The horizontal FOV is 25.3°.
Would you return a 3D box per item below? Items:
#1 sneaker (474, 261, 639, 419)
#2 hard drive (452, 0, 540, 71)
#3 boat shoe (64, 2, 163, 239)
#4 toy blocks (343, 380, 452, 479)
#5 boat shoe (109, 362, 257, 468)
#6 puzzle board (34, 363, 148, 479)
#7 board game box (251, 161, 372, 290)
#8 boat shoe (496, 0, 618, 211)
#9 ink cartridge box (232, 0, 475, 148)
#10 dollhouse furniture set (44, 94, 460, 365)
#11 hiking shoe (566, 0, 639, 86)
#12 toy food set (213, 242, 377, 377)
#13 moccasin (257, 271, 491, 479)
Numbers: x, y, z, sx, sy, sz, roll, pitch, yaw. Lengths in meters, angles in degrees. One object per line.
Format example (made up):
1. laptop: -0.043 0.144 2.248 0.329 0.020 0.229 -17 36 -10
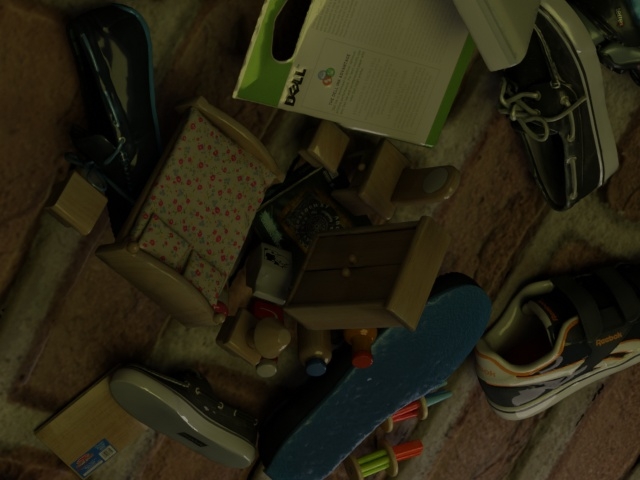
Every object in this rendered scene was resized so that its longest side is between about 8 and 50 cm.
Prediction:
1. sneaker: 0.343 0.103 1.828 0.321 0.126 0.127 -33 130 -5
2. hard drive: 0.136 -0.378 1.438 0.047 0.233 0.353 -12 128 30
3. boat shoe: -0.224 -0.113 1.474 0.089 0.109 0.258 -16 107 -34
4. toy blocks: 0.101 0.243 1.828 0.148 0.054 0.123 -18 120 -17
5. boat shoe: -0.152 0.190 1.671 0.228 0.080 0.076 37 54 -34
6. puzzle board: -0.257 0.212 1.669 0.128 0.011 0.096 -39 126 -2
7. board game box: 0.000 0.000 1.674 0.126 0.026 0.186 -34 124 -6
8. boat shoe: 0.259 -0.164 1.663 0.105 0.113 0.306 -41 135 -19
9. ink cartridge box: 0.033 -0.224 1.536 0.255 0.097 0.188 11 109 -28
10. dollhouse furniture set: -0.044 -0.060 1.442 0.355 0.174 0.303 41 60 -33
11. hiking shoe: 0.426 -0.230 1.699 0.304 0.113 0.132 28 109 -33
12. toy food set: -0.054 0.087 1.615 0.232 0.104 0.111 20 132 -23
13. moccasin: 0.047 0.148 1.720 0.342 0.117 0.137 -38 122 1
